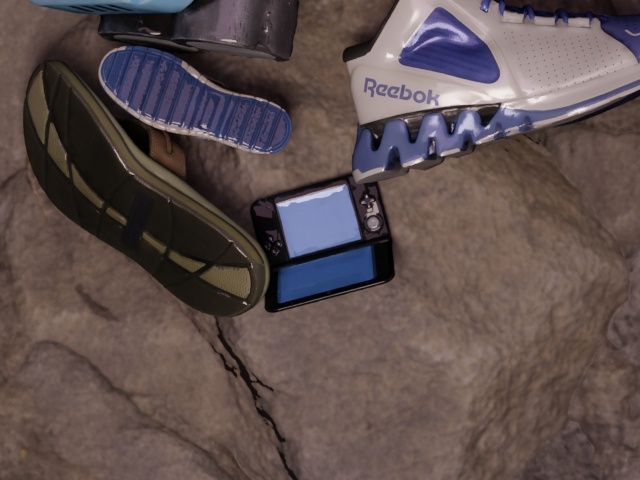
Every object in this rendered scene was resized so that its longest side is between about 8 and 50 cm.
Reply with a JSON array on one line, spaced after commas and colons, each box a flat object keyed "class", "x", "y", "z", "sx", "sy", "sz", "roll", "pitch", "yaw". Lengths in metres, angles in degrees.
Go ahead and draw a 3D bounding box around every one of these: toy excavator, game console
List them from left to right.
[{"class": "toy excavator", "x": -0.276, "y": -0.308, "z": 1.572, "sx": 0.445, "sy": 0.433, "sz": 0.222, "roll": 10, "pitch": 91, "yaw": -33}, {"class": "game console", "x": 0.000, "y": 0.000, "z": 1.654, "sx": 0.122, "sy": 0.071, "sz": 0.107, "roll": -15, "pitch": 87, "yaw": 7}]

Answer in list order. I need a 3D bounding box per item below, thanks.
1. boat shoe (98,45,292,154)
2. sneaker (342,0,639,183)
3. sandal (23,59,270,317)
[{"class": "boat shoe", "x": -0.117, "y": -0.122, "z": 1.663, "sx": 0.183, "sy": 0.066, "sz": 0.066, "roll": 24, "pitch": 88, "yaw": -5}, {"class": "sneaker", "x": 0.154, "y": -0.178, "z": 1.607, "sx": 0.315, "sy": 0.127, "sz": 0.182, "roll": -17, "pitch": 89, "yaw": 9}, {"class": "sandal", "x": -0.159, "y": -0.047, "z": 1.671, "sx": 0.303, "sy": 0.086, "sz": 0.120, "roll": 42, "pitch": 130, "yaw": 10}]
